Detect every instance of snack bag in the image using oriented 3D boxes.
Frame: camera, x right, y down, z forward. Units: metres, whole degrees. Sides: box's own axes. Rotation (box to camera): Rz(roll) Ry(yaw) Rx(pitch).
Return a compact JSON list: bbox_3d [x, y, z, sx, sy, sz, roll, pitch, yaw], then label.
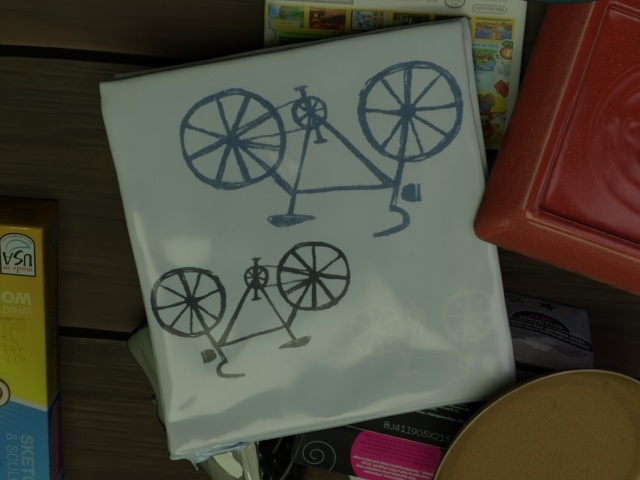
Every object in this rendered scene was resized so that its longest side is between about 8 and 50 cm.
[{"bbox_3d":[0.000,0.000,1.490,0.323,0.037,0.342,-11,93,-4],"label":"snack bag"}]

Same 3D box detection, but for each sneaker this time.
[{"bbox_3d":[-0.095,0.177,1.682,0.108,0.100,0.271,-14,111,27],"label":"sneaker"}]

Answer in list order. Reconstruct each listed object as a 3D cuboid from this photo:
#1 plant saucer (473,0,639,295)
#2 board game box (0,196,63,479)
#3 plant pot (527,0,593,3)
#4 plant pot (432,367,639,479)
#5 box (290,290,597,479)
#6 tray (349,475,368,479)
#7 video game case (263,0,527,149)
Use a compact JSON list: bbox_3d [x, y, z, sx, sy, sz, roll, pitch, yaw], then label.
[{"bbox_3d":[0.291,-0.083,1.473,0.258,0.048,0.259,19,89,-7],"label":"plant saucer"},{"bbox_3d":[-0.373,0.107,1.678,0.242,0.064,0.316,4,116,3],"label":"board game box"},{"bbox_3d":[0.180,-0.295,1.343,0.290,0.290,0.195,22,151,-6],"label":"plant pot"},{"bbox_3d":[0.200,0.206,1.529,0.236,0.032,0.236,-9,121,-15],"label":"plant pot"},{"bbox_3d":[0.112,0.129,1.605,0.247,0.142,0.163,13,115,-2],"label":"box"},{"bbox_3d":[0.118,0.319,1.730,0.145,0.030,0.270,8,126,47],"label":"tray"},{"bbox_3d":[0.064,-0.183,1.521,0.227,0.026,0.206,4,116,2],"label":"video game case"}]
